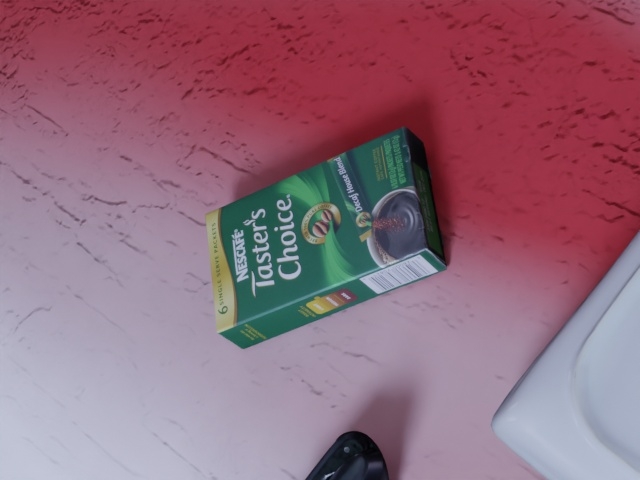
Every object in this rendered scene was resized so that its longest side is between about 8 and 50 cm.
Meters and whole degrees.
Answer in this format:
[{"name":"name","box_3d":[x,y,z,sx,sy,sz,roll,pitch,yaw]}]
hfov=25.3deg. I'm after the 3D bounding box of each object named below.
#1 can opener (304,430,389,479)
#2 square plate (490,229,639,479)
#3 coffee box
[{"name":"can opener","box_3d":[-0.017,0.210,0.976,0.059,0.073,0.186,43,103,32]},{"name":"square plate","box_3d":[0.304,0.060,0.796,0.344,0.049,0.347,39,95,40]},{"name":"coffee box","box_3d":[0.000,0.000,1.077,0.184,0.040,0.113,-22,57,24]}]
